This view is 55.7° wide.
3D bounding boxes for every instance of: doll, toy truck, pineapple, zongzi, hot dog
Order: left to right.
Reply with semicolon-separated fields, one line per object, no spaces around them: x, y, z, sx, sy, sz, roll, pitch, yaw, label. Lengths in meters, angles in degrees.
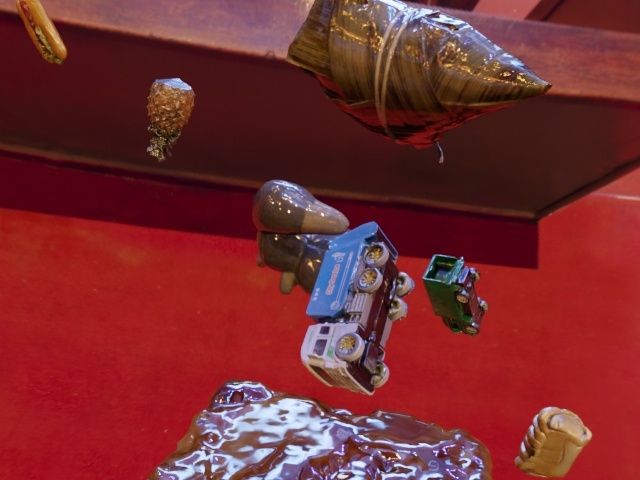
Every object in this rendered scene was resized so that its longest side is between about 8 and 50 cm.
-0.322;-0.240;0.695;0.083;0.037;0.021;66;33;-25;hot dog
-0.352;-0.268;1.382;0.108;0.108;0.197;18;114;-5;pineapple
-0.012;0.031;1.587;0.382;0.378;0.252;18;80;10;doll
0.081;0.139;1.300;0.146;0.175;0.367;49;47;-38;toy truck
0.125;-0.124;0.564;0.241;0.248;0.111;33;98;34;zongzi
0.237;0.099;1.043;0.079;0.147;0.065;6;49;36;toy truck

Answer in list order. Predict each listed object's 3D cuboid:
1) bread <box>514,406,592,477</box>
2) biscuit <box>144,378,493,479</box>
0.567;0.498;1.489;0.134;0.225;0.081;15;34;6;bread
-0.019;0.311;0.554;0.342;0.395;0.166;7;111;17;biscuit
